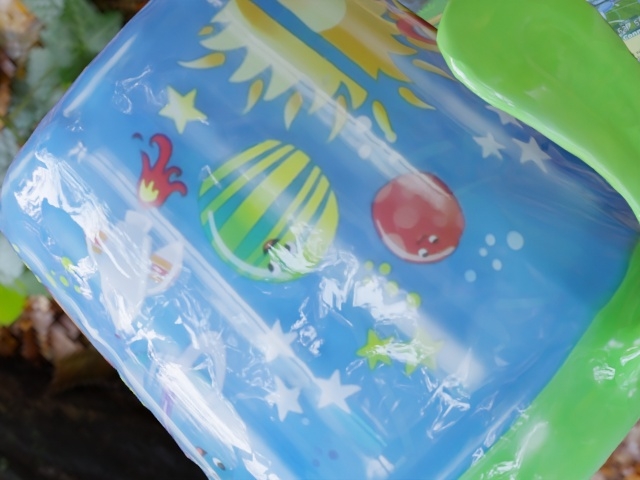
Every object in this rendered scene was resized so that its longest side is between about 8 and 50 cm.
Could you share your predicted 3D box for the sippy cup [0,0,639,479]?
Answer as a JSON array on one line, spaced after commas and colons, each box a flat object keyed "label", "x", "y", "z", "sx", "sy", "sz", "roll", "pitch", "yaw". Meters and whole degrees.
[{"label": "sippy cup", "x": 0.000, "y": 0.000, "z": 0.592, "sx": 0.224, "sy": 0.240, "sz": 0.305, "roll": 43, "pitch": 111, "yaw": -7}]

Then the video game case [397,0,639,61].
[{"label": "video game case", "x": 0.234, "y": -0.157, "z": 0.925, "sx": 0.329, "sy": 0.036, "sz": 0.300, "roll": -25, "pitch": 134, "yaw": 25}]

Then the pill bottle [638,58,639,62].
[{"label": "pill bottle", "x": 0.217, "y": -0.049, "z": 0.837, "sx": 0.124, "sy": 0.124, "sz": 0.221, "roll": 38, "pitch": 134, "yaw": 2}]
